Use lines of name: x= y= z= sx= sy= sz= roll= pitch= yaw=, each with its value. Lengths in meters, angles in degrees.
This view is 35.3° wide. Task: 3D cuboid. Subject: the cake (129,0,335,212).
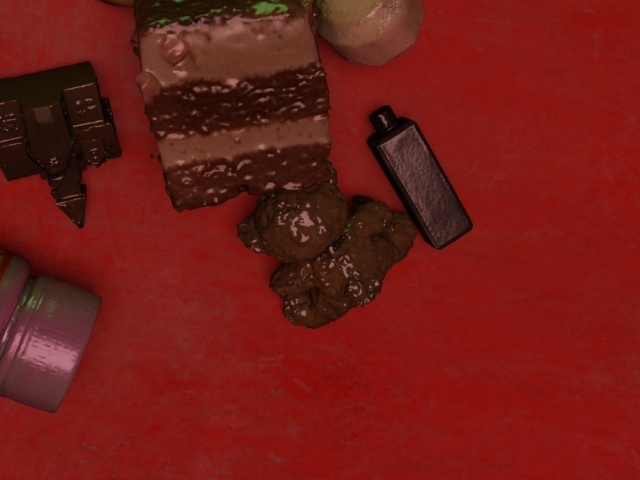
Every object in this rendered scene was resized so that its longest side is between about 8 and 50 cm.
cake: x=-0.123 y=-0.236 z=1.445 sx=0.281 sy=0.256 sz=0.290 roll=-9 pitch=127 yaw=-7

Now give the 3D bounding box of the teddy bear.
teddy bear: x=0.000 y=0.000 z=1.603 sx=0.267 sy=0.156 sz=0.256 roll=-43 pitch=104 yaw=3

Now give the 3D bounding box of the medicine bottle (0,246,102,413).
medicine bottle: x=-0.541 y=0.102 z=1.496 sx=0.388 sy=0.219 sz=0.219 roll=24 pitch=97 yaw=-13

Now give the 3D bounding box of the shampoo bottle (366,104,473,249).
shampoo bottle: x=0.155 y=-0.107 z=1.643 sx=0.079 sy=0.080 sz=0.246 roll=-33 pitch=106 yaw=-3

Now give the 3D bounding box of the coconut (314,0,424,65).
coconut: x=0.072 y=-0.347 z=1.540 sx=0.170 sy=0.183 sz=0.171 roll=-5 pitch=76 yaw=20

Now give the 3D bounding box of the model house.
model house: x=-0.391 y=-0.117 z=1.520 sx=0.180 sy=0.176 sz=0.248 roll=-14 pitch=120 yaw=-7

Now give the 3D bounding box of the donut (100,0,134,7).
donut: x=-0.283 y=-0.431 z=1.472 sx=0.174 sy=0.074 sz=0.190 roll=-17 pitch=119 yaw=-28
